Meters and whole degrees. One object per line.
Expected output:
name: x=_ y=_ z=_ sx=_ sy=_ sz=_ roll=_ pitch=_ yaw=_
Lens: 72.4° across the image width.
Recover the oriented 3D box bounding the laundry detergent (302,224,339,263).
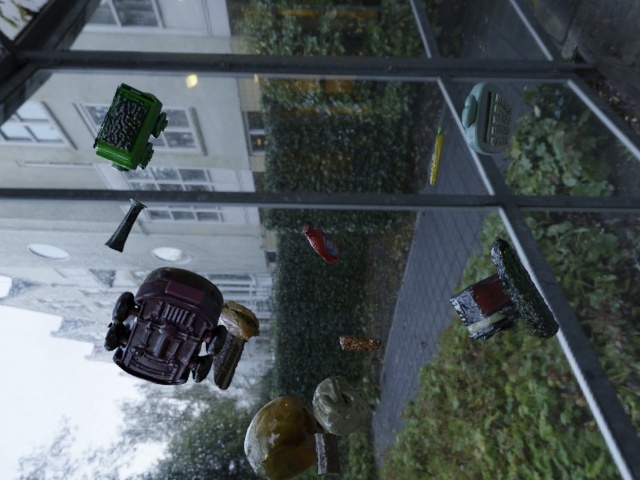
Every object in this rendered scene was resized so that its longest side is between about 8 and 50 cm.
laundry detergent: x=0.000 y=0.000 z=1.400 sx=0.165 sy=0.049 sz=0.097 roll=46 pitch=-151 yaw=-40

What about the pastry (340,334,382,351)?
pastry: x=0.160 y=0.414 z=1.739 sx=0.087 sy=0.169 sz=0.063 roll=57 pitch=-142 yaw=-77

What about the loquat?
loquat: x=-0.133 y=0.721 z=1.604 sx=0.284 sy=0.276 sz=0.276 roll=-45 pitch=-1 yaw=-4

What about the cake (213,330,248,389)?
cake: x=-0.405 y=0.472 z=1.772 sx=0.112 sy=0.135 sz=0.246 roll=59 pitch=-139 yaw=-48

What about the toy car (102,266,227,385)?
toy car: x=-0.377 y=0.197 z=1.127 sx=0.340 sy=0.271 sz=0.240 roll=-56 pitch=18 yaw=31

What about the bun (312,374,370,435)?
bun: x=0.080 y=0.587 z=1.593 sx=0.237 sy=0.210 sz=0.116 roll=-97 pitch=23 yaw=-55

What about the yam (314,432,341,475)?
yam: x=0.023 y=0.690 z=1.410 sx=0.084 sy=0.084 sz=0.127 roll=94 pitch=172 yaw=-60

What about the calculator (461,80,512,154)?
calculator: x=0.449 y=-0.325 z=1.175 sx=0.042 sy=0.295 sz=0.184 roll=10 pitch=98 yaw=42

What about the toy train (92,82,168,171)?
toy train: x=-0.530 y=-0.309 z=1.231 sx=0.188 sy=0.132 sz=0.243 roll=-144 pitch=78 yaw=-79

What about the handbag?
handbag: x=0.587 y=0.216 z=1.468 sx=0.181 sy=0.254 sz=0.181 roll=62 pitch=149 yaw=17

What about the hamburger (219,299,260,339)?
hamburger: x=-0.276 y=0.273 z=1.485 sx=0.083 sy=0.147 sz=0.138 roll=-53 pitch=-30 yaw=-27

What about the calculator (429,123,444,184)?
calculator: x=0.453 y=-0.332 z=1.695 sx=0.146 sy=0.032 sz=0.235 roll=-41 pitch=-41 yaw=-72

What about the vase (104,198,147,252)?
vase: x=-0.608 y=-0.047 z=1.370 sx=0.059 sy=0.059 sz=0.167 roll=102 pitch=-167 yaw=-80

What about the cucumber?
cucumber: x=0.474 y=0.112 z=1.035 sx=0.293 sy=0.067 sz=0.067 roll=54 pitch=-170 yaw=-17
